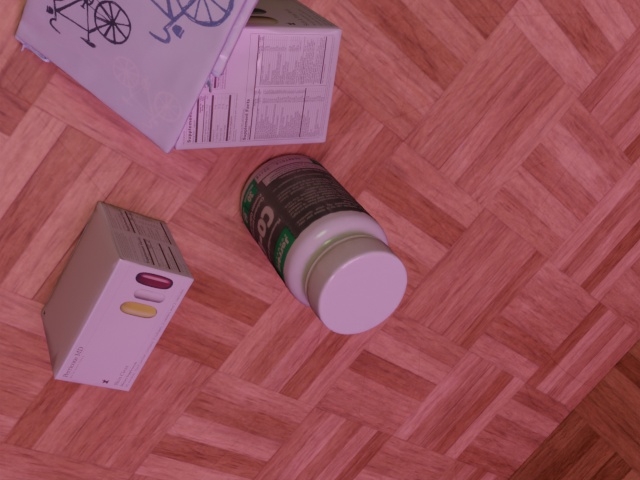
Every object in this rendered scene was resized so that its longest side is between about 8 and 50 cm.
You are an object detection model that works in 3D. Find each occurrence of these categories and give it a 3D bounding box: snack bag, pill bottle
[{"bbox_3d":[-0.264,-0.325,1.016,0.342,0.323,0.037,-55,177,37],"label":"snack bag"},{"bbox_3d":[0.000,0.000,1.353,0.204,0.361,0.204,-14,126,-20],"label":"pill bottle"}]

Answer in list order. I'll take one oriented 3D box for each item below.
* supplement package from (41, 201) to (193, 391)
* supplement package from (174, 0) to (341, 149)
[{"bbox_3d":[-0.377,0.102,1.317,0.145,0.204,0.262,20,110,-36],"label":"supplement package"},{"bbox_3d":[-0.135,-0.283,1.195,0.263,0.199,0.198,-7,123,-25],"label":"supplement package"}]
